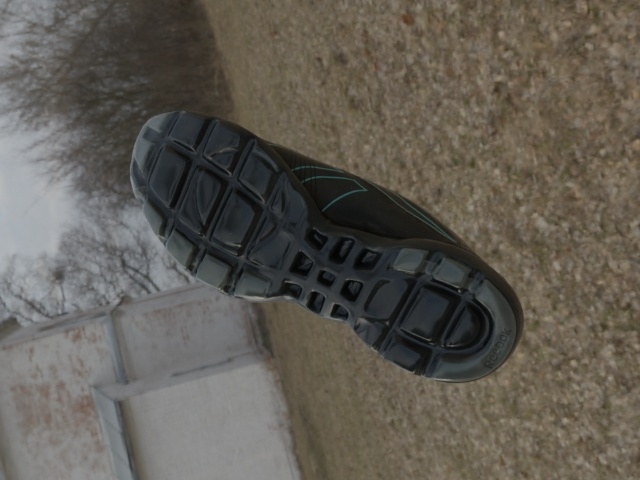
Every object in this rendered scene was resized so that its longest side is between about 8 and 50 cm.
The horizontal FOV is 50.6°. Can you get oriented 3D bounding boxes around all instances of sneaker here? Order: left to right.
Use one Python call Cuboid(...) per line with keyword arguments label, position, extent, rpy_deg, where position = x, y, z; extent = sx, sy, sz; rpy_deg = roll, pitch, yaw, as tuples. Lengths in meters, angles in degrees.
Cuboid(label="sneaker", position=(0.000, 0.000, 0.440), extent=(0.101, 0.267, 0.106), rpy_deg=(-62, -9, 19))
